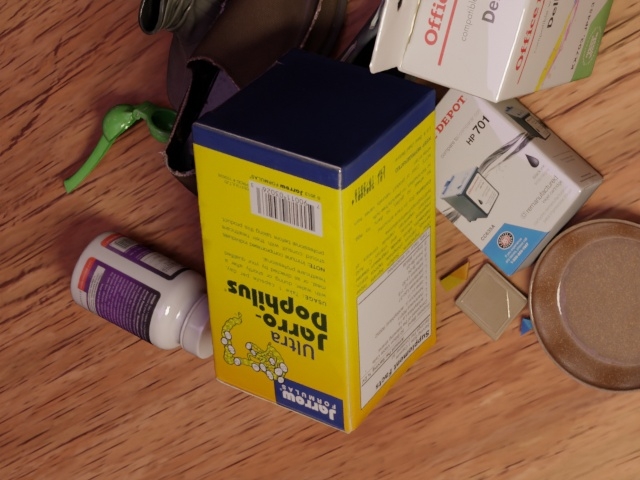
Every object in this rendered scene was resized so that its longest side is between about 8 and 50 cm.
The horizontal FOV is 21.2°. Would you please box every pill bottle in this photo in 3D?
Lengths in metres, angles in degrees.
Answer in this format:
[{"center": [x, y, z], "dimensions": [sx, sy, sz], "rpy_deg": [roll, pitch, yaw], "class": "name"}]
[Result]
[{"center": [-0.210, 0.073, 2.155], "dimensions": [0.193, 0.108, 0.108], "rpy_deg": [26, 112, 22], "class": "pill bottle"}]

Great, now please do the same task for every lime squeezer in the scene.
[{"center": [-0.212, -0.121, 2.147], "dimensions": [0.310, 0.059, 0.110], "rpy_deg": [-4, 98, 28], "class": "lime squeezer"}]

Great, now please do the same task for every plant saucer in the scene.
[{"center": [0.330, 0.070, 1.904], "dimensions": [0.199, 0.036, 0.198], "rpy_deg": [7, 104, 27], "class": "plant saucer"}]

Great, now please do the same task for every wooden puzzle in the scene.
[{"center": [0.199, 0.070, 1.989], "dimensions": [0.116, 0.014, 0.078], "rpy_deg": [49, 122, 11], "class": "wooden puzzle"}]

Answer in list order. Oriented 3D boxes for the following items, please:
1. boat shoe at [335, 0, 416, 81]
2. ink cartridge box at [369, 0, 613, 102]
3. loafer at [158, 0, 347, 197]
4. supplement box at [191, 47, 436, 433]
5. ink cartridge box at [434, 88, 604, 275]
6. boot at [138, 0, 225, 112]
[{"center": [0.046, -0.176, 1.971], "dimensions": [0.116, 0.099, 0.319], "rpy_deg": [45, 117, 13], "class": "boat shoe"}, {"center": [0.193, -0.258, 1.727], "dimensions": [0.119, 0.353, 0.207], "rpy_deg": [22, 110, 23], "class": "ink cartridge box"}, {"center": [-0.079, -0.209, 1.996], "dimensions": [0.134, 0.130, 0.366], "rpy_deg": [24, 100, 22], "class": "loafer"}, {"center": [0.000, 0.000, 1.909], "dimensions": [0.195, 0.194, 0.356], "rpy_deg": [19, 130, 28], "class": "supplement box"}, {"center": [0.198, -0.076, 1.921], "dimensions": [0.191, 0.082, 0.139], "rpy_deg": [43, 117, 13], "class": "ink cartridge box"}, {"center": [-0.170, -0.259, 2.034], "dimensions": [0.083, 0.161, 0.246], "rpy_deg": [23, 110, 23], "class": "boot"}]
